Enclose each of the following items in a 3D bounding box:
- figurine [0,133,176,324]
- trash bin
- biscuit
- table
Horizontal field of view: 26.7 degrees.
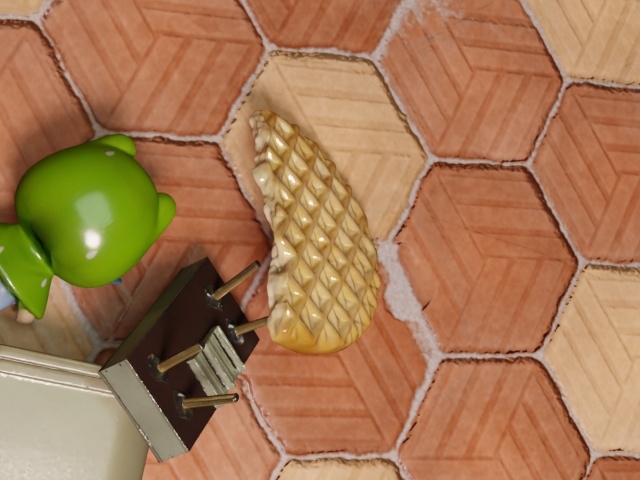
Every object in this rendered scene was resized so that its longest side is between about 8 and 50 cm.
[{"bbox_3d":[-0.292,-0.004,1.485,0.263,0.143,0.162,-35,89,-13],"label":"figurine"},{"bbox_3d":[-0.305,0.247,1.441,0.243,0.121,0.247,13,79,-19],"label":"trash bin"},{"bbox_3d":[0.000,0.000,1.588,0.204,0.040,0.309,26,47,-44],"label":"biscuit"},{"bbox_3d":[-0.121,0.113,1.464,0.121,0.111,0.240,58,27,-15],"label":"table"}]
